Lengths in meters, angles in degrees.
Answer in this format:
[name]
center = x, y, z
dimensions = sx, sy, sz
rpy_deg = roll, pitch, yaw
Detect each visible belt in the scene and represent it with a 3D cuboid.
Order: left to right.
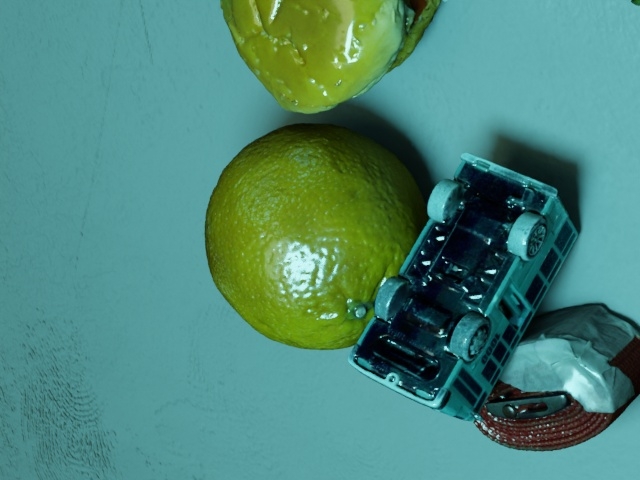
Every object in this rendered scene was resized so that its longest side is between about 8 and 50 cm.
[belt]
center = 0.249, 0.154, 1.664
dimensions = 0.201, 0.124, 0.128
rpy_deg = -18, 99, 44

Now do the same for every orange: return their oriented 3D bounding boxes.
[orange]
center = 0.000, 0.000, 1.708
dimensions = 0.264, 0.264, 0.264
rpy_deg = 18, 121, 33

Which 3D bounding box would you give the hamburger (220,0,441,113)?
[hamburger]
center = 0.004, -0.265, 1.643
dimensions = 0.244, 0.163, 0.244
rpy_deg = 20, 122, 35

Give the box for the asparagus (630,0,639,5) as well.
[asparagus]
center = 0.449, -0.223, 1.329
dimensions = 0.382, 0.108, 0.128
rpy_deg = 19, 128, 33

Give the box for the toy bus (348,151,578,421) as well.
[toy bus]
center = 0.152, 0.057, 1.605
dimensions = 0.128, 0.147, 0.256
rpy_deg = 25, 80, 31
